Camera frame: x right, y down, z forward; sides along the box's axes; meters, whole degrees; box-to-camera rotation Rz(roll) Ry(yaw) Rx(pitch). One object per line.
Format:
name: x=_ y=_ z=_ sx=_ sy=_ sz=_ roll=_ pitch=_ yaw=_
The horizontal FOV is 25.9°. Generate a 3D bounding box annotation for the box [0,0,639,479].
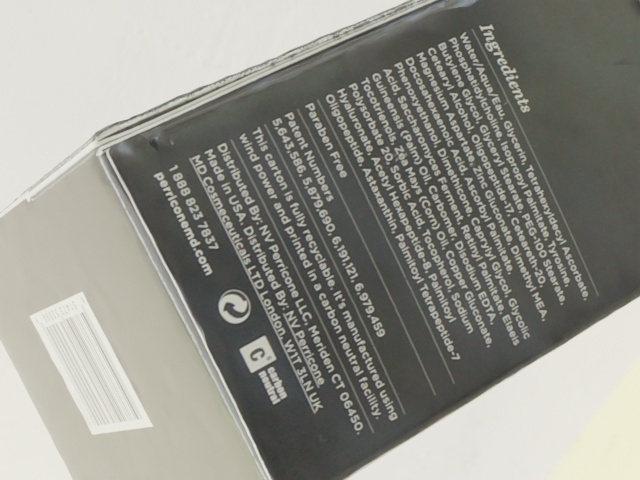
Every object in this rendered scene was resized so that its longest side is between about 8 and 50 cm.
box: x=0.000 y=0.000 z=1.208 sx=0.472 sy=0.480 sz=0.297 roll=-29 pitch=-86 yaw=-27
